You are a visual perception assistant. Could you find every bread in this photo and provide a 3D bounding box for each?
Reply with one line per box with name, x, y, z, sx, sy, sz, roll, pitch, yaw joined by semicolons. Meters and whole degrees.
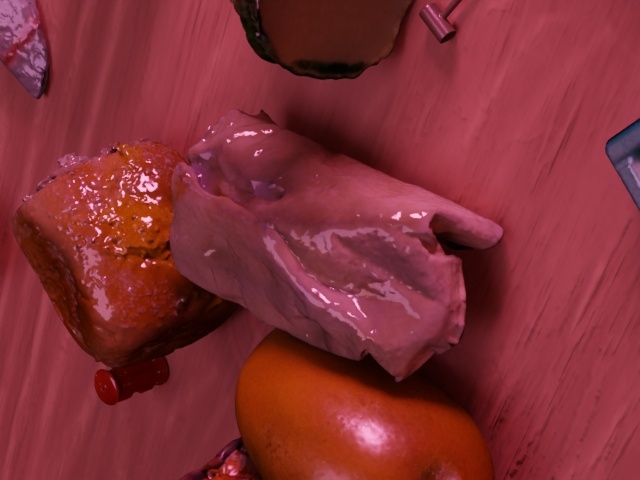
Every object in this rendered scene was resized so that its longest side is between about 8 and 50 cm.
bread;-0.206;-0.003;1.817;0.246;0.195;0.176;57;140;13

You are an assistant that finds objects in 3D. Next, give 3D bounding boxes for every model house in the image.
model house;-0.031;-0.279;1.549;0.189;0.195;0.214;41;128;37

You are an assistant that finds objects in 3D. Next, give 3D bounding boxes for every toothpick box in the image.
toothpick box;-0.225;0.162;1.979;0.047;0.083;0.047;20;120;40

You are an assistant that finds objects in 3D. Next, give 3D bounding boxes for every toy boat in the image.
toy boat;-0.411;-0.298;2.006;0.282;0.096;0.206;47;119;10

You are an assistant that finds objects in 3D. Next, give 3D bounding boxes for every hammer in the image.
hammer;0.133;-0.227;1.521;0.110;0.019;0.035;-46;72;39

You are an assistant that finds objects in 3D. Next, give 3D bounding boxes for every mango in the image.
mango;0.034;0.191;1.642;0.317;0.211;0.173;45;132;39

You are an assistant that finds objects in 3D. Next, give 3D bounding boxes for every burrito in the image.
burrito;0.001;-0.003;1.616;0.332;0.135;0.190;24;79;37

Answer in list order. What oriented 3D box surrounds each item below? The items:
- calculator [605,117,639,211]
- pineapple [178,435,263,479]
calculator;0.373;-0.034;1.318;0.274;0.058;0.248;-37;79;45
pineapple;-0.058;0.398;1.738;0.300;0.352;0.352;43;132;12
